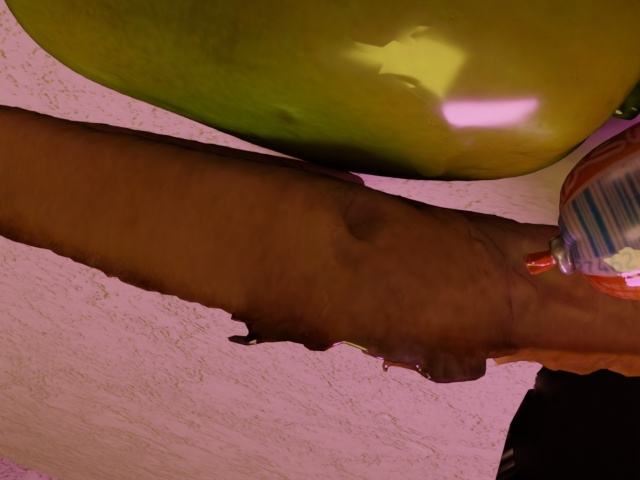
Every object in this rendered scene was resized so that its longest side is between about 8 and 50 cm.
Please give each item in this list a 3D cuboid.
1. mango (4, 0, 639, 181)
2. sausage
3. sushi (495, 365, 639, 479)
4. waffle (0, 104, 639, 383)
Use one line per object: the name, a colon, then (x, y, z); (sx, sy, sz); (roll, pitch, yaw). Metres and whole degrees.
mango: (0.008, -0.104, 0.591); (0.273, 0.149, 0.185); (7, 168, 36)
sausage: (0.186, -0.037, 0.556); (0.234, 0.071, 0.071); (-24, 148, 9)
sushi: (0.243, 0.123, 0.865); (0.215, 0.227, 0.212); (15, 167, 22)
waffle: (0.000, 0.001, 0.731); (0.304, 0.077, 0.348); (10, -176, -44)
